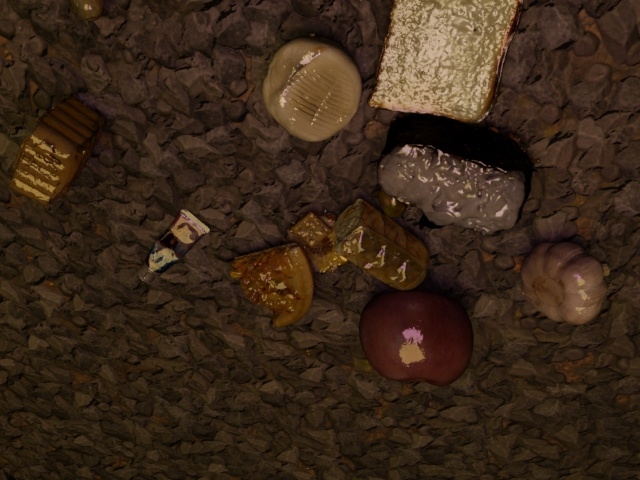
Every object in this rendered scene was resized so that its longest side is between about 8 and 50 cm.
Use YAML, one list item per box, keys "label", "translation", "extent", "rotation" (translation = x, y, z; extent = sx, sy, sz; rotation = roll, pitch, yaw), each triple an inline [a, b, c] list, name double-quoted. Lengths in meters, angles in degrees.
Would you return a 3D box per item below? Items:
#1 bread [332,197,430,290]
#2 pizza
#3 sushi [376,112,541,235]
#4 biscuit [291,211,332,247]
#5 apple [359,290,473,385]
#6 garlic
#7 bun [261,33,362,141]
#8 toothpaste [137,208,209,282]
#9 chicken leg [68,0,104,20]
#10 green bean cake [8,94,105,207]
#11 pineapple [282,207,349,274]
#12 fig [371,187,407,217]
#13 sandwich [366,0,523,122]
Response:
- label: "bread"
  translation: [0.164, 0.023, 1.427]
  extent: [0.268, 0.130, 0.152]
  rotation: [33, 89, -21]
- label: "pizza"
  translation: [-0.094, 0.133, 1.553]
  extent: [0.268, 0.087, 0.258]
  rotation: [-17, 123, 37]
- label: "sushi"
  translation: [0.298, -0.147, 1.262]
  extent: [0.349, 0.207, 0.234]
  rotation: [21, 136, 4]
- label: "biscuit"
  translation: [-0.023, -0.027, 1.454]
  extent: [0.081, 0.018, 0.083]
  rotation: [-37, 113, 26]
- label: "apple"
  translation: [0.250, 0.261, 1.483]
  extent: [0.306, 0.235, 0.305]
  rotation: [4, 164, 1]
- label: "garlic"
  translation: [0.629, 0.092, 1.391]
  extent: [0.212, 0.218, 0.218]
  rotation: [-17, 128, -26]
- label: "bun"
  translation: [-0.024, -0.341, 1.235]
  extent: [0.229, 0.145, 0.229]
  rotation: [-13, 127, -18]
- label: "toothpaste"
  translation: [-0.432, 0.022, 1.606]
  extent: [0.096, 0.061, 0.266]
  rotation: [41, 115, -14]
- label: "chicken leg"
  translation: [-0.549, -0.568, 1.234]
  extent: [0.093, 0.070, 0.178]
  rotation: [-23, 109, 30]
- label: "green bean cake"
  translation: [-0.645, -0.220, 1.381]
  extent: [0.131, 0.229, 0.224]
  rotation: [32, 126, -18]
- label: "pineapple"
  translation: [0.000, 0.000, 1.508]
  extent: [0.221, 0.047, 0.221]
  rotation: [3, 124, 5]
- label: "fig"
  translation: [0.172, -0.108, 1.387]
  extent: [0.098, 0.082, 0.084]
  rotation: [26, 157, 16]
- label: "sandwich"
  translation: [0.255, -0.406, 1.149]
  extent: [0.271, 0.099, 0.301]
  rotation: [10, 118, 0]
